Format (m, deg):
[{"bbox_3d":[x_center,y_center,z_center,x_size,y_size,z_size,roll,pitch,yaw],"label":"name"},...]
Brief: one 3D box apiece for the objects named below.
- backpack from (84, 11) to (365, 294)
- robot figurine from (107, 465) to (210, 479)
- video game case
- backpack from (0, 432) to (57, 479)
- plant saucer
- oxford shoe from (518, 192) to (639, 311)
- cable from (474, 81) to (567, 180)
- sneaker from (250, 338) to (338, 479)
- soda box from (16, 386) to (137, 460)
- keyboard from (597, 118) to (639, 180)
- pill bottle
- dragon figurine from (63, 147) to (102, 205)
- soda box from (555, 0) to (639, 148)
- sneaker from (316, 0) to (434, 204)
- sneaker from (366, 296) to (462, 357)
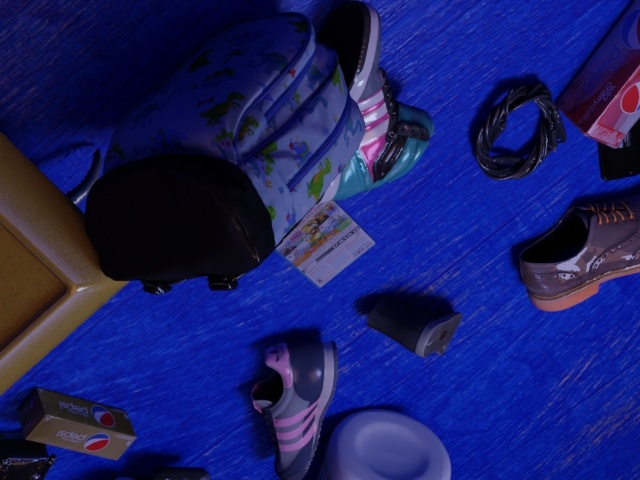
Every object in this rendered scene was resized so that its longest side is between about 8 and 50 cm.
[{"bbox_3d":[-0.098,-0.120,1.563,0.355,0.290,0.273,-31,109,-43],"label":"backpack"},{"bbox_3d":[-0.276,0.488,2.152,0.278,0.209,0.173,16,162,-41],"label":"robot figurine"},{"bbox_3d":[0.000,0.000,1.968,0.119,0.015,0.166,-39,139,8],"label":"video game case"},{"bbox_3d":[-0.477,0.355,1.960,0.105,0.084,0.114,5,122,-34],"label":"backpack"},{"bbox_3d":[-0.457,0.042,1.559,0.332,0.081,0.333,-41,107,10],"label":"plant saucer"},{"bbox_3d":[0.507,-0.016,2.185,0.363,0.130,0.133,-33,133,0],"label":"oxford shoe"},{"bbox_3d":[0.304,-0.171,1.976,0.150,0.047,0.184,-30,141,4],"label":"cable"},{"bbox_3d":[-0.063,0.287,2.155,0.131,0.112,0.319,5,126,-14],"label":"sneaker"},{"bbox_3d":[-0.377,0.286,1.973,0.181,0.061,0.058,23,116,-43],"label":"soda box"},{"bbox_3d":[0.507,-0.179,2.106,0.100,0.038,0.192,-9,139,8],"label":"keyboard"},{"bbox_3d":[0.080,0.527,2.360,0.229,0.229,0.408,-6,132,-27],"label":"pill bottle"},{"bbox_3d":[-0.395,-0.007,1.640,0.144,0.085,0.289,27,98,-14],"label":"dragon figurine"},{"bbox_3d":[0.482,-0.276,1.942,0.083,0.092,0.263,15,120,-41],"label":"soda box"},{"bbox_3d":[0.079,-0.190,1.756,0.178,0.124,0.295,-8,127,-34],"label":"sneaker"},{"bbox_3d":[0.163,0.135,2.163,0.083,0.118,0.222,-65,161,7],"label":"sneaker"}]
